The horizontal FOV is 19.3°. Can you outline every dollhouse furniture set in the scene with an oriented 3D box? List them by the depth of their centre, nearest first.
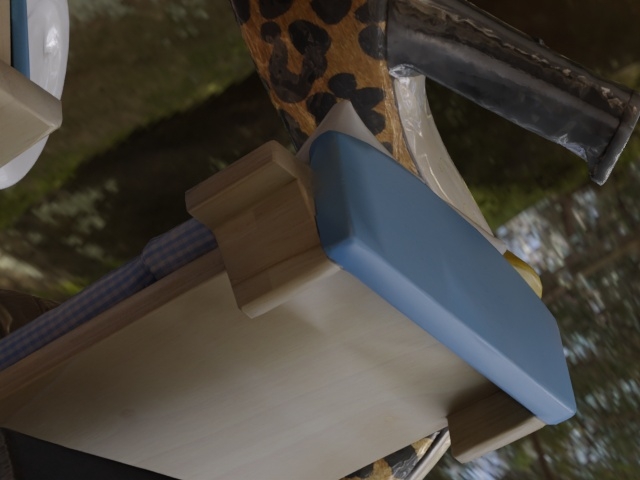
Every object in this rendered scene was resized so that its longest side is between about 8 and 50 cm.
[{"bbox_3d":[-0.107,-0.005,0.681,0.286,0.303,0.198,-30,-134,25],"label":"dollhouse furniture set"}]

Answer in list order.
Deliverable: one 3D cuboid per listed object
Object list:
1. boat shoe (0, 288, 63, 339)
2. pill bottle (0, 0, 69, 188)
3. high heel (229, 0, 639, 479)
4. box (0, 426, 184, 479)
[{"bbox_3d":[-0.175,0.088,0.843,0.324,0.116,0.123,24,-129,-2],"label":"boat shoe"},{"bbox_3d":[-0.294,-0.122,1.124,0.264,0.146,0.146,11,-107,9],"label":"pill bottle"},{"bbox_3d":[0.000,0.000,0.825,0.186,0.093,0.261,28,-69,0],"label":"high heel"},{"bbox_3d":[-0.087,0.269,0.554,0.294,0.182,0.296,-43,-131,23],"label":"box"}]
